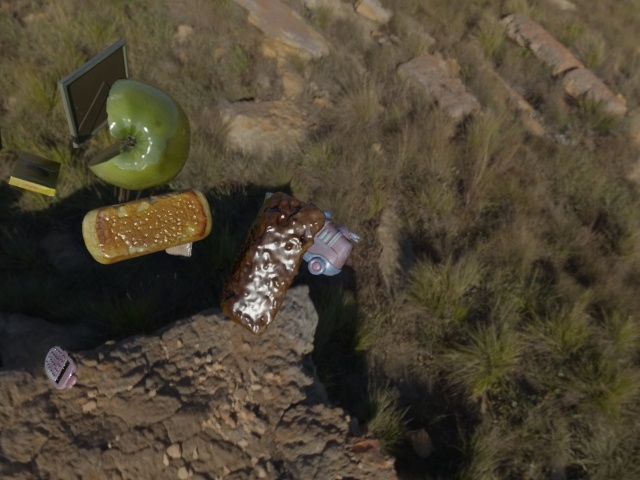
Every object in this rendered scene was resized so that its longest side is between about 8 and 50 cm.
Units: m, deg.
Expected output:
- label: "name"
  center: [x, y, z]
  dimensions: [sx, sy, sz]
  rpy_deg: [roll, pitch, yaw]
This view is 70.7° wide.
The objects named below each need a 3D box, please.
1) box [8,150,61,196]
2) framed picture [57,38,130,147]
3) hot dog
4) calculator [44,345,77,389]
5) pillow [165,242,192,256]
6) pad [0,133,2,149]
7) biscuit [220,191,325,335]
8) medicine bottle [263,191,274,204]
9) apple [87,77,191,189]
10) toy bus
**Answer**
- label: "box"
  center: [-0.640, -0.153, 1.019]
  dimensions: [0.087, 0.023, 0.155]
  rpy_deg: [22, 19, -34]
- label: "framed picture"
  center: [-0.639, -0.427, 1.310]
  dimensions: [0.020, 0.211, 0.289]
  rpy_deg: [19, 48, 1]
- label: "hot dog"
  center: [-0.587, -0.050, 1.543]
  dimensions: [0.405, 0.223, 0.185]
  rpy_deg: [-17, 95, -27]
- label: "calculator"
  center: [-0.770, 0.380, 1.344]
  dimensions: [0.166, 0.024, 0.103]
  rpy_deg: [31, 90, 30]
- label: "pillow"
  center: [-0.549, -0.055, 1.778]
  dimensions: [0.126, 0.043, 0.233]
  rpy_deg: [7, 90, 16]
- label: "pad"
  center: [-0.803, -0.280, 1.049]
  dimensions: [0.003, 0.157, 0.112]
  rpy_deg: [15, 19, 20]
- label: "biscuit"
  center: [-0.160, 0.053, 1.342]
  dimensions: [0.166, 0.342, 0.395]
  rpy_deg: [28, 88, -11]
- label: "medicine bottle"
  center: [-0.243, -0.183, 2.139]
  dimensions: [0.047, 0.083, 0.047]
  rpy_deg: [14, 17, -4]
- label: "apple"
  center: [-0.476, -0.270, 1.230]
  dimensions: [0.233, 0.295, 0.258]
  rpy_deg: [21, 15, -23]
- label: "toy bus"
  center: [0.000, 0.000, 1.883]
  dimensions: [0.294, 0.197, 0.232]
  rpy_deg: [41, 95, 12]
